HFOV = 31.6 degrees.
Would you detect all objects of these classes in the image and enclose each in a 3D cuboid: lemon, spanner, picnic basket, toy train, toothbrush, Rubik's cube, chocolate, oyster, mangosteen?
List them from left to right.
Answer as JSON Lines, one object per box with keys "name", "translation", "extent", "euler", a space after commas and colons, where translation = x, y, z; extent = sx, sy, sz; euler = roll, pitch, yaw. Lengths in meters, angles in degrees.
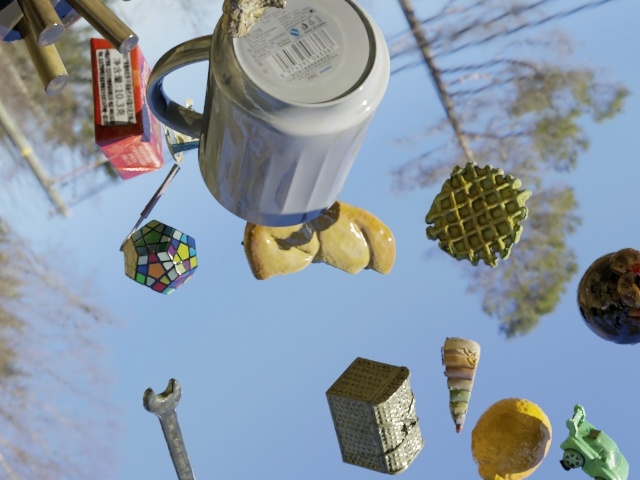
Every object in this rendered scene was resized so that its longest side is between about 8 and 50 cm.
{"name": "chocolate", "translation": [-0.404, -0.274, 2.363], "extent": [0.108, 0.238, 0.235], "euler": [-6, 162, 3]}
{"name": "toothbrush", "translation": [-0.317, -0.060, 2.102], "extent": [0.017, 0.014, 0.194], "euler": [25, -103, 22]}
{"name": "Rubik's cube", "translation": [-0.274, 0.029, 1.932], "extent": [0.112, 0.133, 0.133], "euler": [-63, -158, -4]}
{"name": "spanner", "translation": [-0.178, 0.269, 1.427], "extent": [0.054, 0.255, 0.015], "euler": [-34, -135, -29]}
{"name": "oyster", "translation": [-0.079, -0.281, 1.361], "extent": [0.080, 0.083, 0.038], "euler": [17, -177, 2]}
{"name": "picnic basket", "translation": [0.123, 0.366, 2.346], "extent": [0.154, 0.196, 0.134], "euler": [11, -144, 36]}
{"name": "lemon", "translation": [0.350, 0.375, 2.103], "extent": [0.142, 0.142, 0.187], "euler": [-2, -131, 57]}
{"name": "toy train", "translation": [0.486, 0.374, 2.011], "extent": [0.099, 0.149, 0.081], "euler": [-38, 164, -54]}
{"name": "mangosteen", "translation": [0.655, 0.110, 2.369], "extent": [0.211, 0.211, 0.250], "euler": [-34, 171, -22]}

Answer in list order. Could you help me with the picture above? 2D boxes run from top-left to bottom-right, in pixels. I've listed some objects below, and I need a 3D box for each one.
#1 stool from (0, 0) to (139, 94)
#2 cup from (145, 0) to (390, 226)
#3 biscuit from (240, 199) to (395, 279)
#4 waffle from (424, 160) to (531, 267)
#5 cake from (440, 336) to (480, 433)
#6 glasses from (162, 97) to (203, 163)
{"name": "stool", "translation": [-0.433, -0.400, 1.902], "extent": [0.272, 0.178, 0.272], "euler": [-38, 166, -11]}
{"name": "cup", "translation": [-0.084, -0.201, 1.577], "extent": [0.327, 0.322, 0.237], "euler": [111, -4, -65]}
{"name": "biscuit", "translation": [0.002, -0.004, 2.106], "extent": [0.299, 0.154, 0.045], "euler": [-2, -159, -16]}
{"name": "waffle", "translation": [0.282, -0.047, 2.020], "extent": [0.184, 0.169, 0.036], "euler": [-63, 167, -1]}
{"name": "cake", "translation": [0.351, 0.348, 2.740], "extent": [0.090, 0.225, 0.109], "euler": [-6, -163, 12]}
{"name": "glasses", "translation": [-0.187, -0.199, 2.205], "extent": [0.220, 0.088, 0.190], "euler": [9, -154, 8]}
